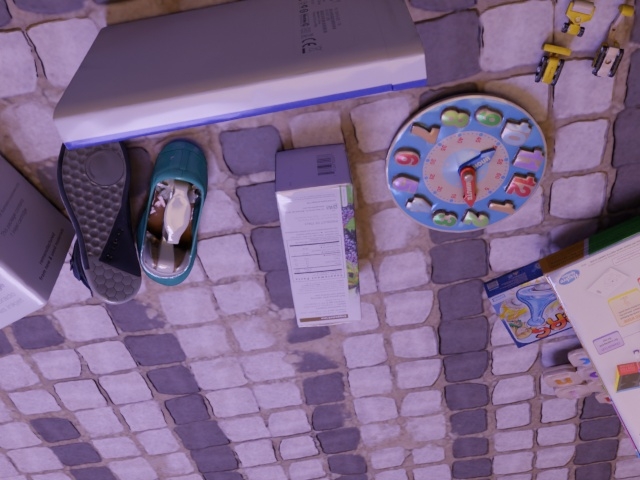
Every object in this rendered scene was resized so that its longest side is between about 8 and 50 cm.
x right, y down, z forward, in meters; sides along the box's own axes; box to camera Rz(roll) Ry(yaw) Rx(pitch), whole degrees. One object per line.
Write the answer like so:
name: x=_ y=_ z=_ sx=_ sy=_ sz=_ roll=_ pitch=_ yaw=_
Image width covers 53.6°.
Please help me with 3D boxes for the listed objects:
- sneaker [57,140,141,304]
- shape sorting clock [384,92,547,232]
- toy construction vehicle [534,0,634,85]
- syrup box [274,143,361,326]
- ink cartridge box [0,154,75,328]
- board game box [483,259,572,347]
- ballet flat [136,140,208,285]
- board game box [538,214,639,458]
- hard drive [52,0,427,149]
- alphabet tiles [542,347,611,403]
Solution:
sneaker: x=-0.283 y=-0.033 z=0.810 sx=0.086 sy=0.163 sz=0.226 roll=-7 pitch=90 yaw=-20
shape sorting clock: x=0.186 y=-0.092 z=0.814 sx=0.206 sy=0.040 sz=0.206 roll=-2 pitch=129 yaw=-2
toy construction vehicle: x=0.298 y=-0.224 z=0.721 sx=0.086 sy=0.035 sz=0.098 roll=10 pitch=126 yaw=3
syrup box: x=0.000 y=0.000 z=0.845 sx=0.096 sy=0.093 sz=0.236 roll=-6 pitch=129 yaw=2
ink cartridge box: x=-0.539 y=-0.039 z=0.740 sx=0.279 sy=0.160 sz=0.384 roll=-25 pitch=126 yaw=16
board game box: x=0.370 y=0.079 z=0.967 sx=0.201 sy=0.035 sz=0.136 roll=-26 pitch=126 yaw=17
ballet flat: x=-0.200 y=-0.011 z=0.830 sx=0.083 sy=0.087 sz=0.247 roll=10 pitch=128 yaw=-12
board game box: x=0.485 y=0.120 z=0.873 sx=0.242 sy=0.064 sz=0.316 roll=-26 pitch=100 yaw=17
hard drive: x=-0.073 y=-0.182 z=0.616 sx=0.319 sy=0.210 sz=0.040 roll=-9 pitch=130 yaw=4
alphabet tiles: x=0.520 y=0.209 z=1.041 sx=0.284 sy=0.021 sz=0.278 roll=-20 pitch=142 yaw=25
